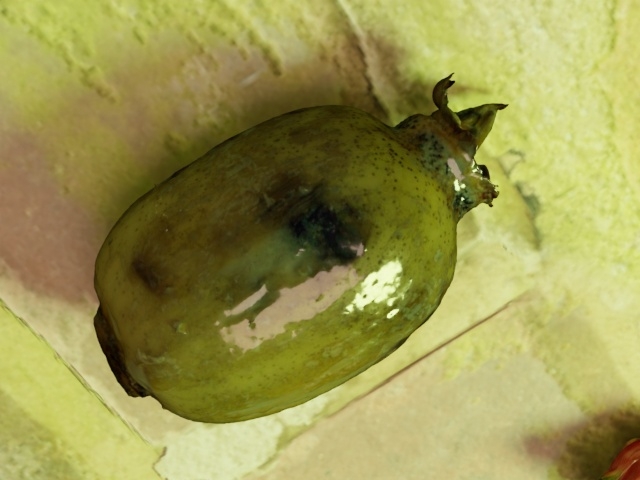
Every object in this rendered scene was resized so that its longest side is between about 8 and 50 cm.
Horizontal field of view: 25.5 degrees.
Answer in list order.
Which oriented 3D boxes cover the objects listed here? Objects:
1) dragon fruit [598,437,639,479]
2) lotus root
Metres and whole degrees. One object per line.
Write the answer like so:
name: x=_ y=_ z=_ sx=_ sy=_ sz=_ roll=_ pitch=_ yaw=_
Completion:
dragon fruit: x=0.227 y=0.174 z=0.966 sx=0.116 sy=0.086 sz=0.081 roll=-2 pitch=113 yaw=-21
lotus root: x=0.000 y=0.000 z=0.804 sx=0.278 sy=0.154 sz=0.154 roll=-30 pitch=119 yaw=-1
